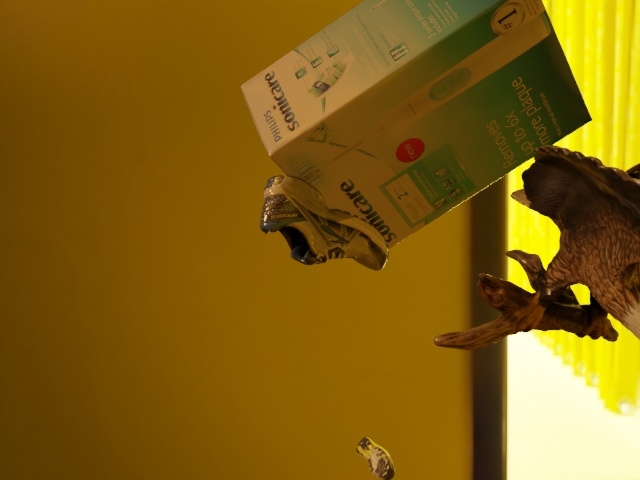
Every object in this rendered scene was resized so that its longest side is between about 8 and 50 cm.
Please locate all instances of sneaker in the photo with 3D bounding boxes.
[{"bbox_3d":[0.000,0.000,0.777,0.135,0.058,0.052,30,156,-26],"label":"sneaker"},{"bbox_3d":[0.077,0.274,1.125,0.035,0.031,0.083,33,-175,-27],"label":"sneaker"}]

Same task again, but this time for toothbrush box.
[{"bbox_3d":[0.102,-0.144,0.942,0.296,0.216,0.126,-31,-133,10],"label":"toothbrush box"}]

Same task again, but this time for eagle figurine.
[{"bbox_3d":[0.261,0.005,0.733,0.226,0.225,0.298,-43,168,-34],"label":"eagle figurine"}]

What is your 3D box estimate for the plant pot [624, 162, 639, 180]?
[{"bbox_3d":[0.410,-0.021,1.164,0.167,0.166,0.165,-2,-177,-4],"label":"plant pot"}]
